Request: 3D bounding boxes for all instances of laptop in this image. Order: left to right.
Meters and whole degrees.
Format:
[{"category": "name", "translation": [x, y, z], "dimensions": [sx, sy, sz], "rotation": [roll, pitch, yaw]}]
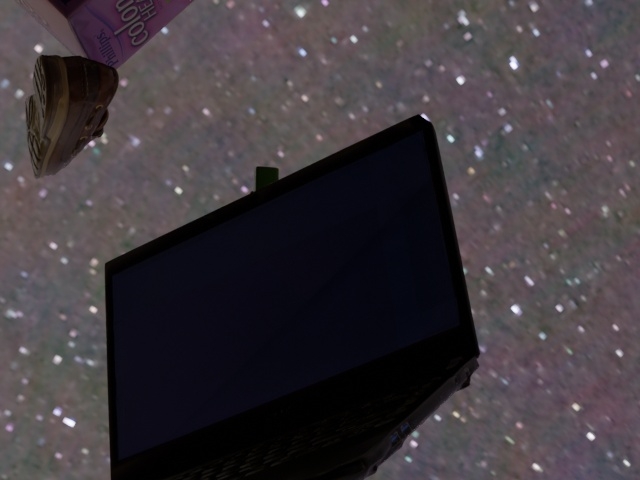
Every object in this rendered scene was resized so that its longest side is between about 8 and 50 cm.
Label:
[{"category": "laptop", "translation": [-0.057, 0.053, 0.672], "dimensions": [0.234, 0.264, 0.136], "rotation": [-25, -91, 24]}]

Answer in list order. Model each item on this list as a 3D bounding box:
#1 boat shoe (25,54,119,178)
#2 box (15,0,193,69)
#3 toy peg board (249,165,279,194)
[{"category": "boat shoe", "translation": [-0.196, -0.093, 1.061], "dimensions": [0.178, 0.060, 0.064], "rotation": [136, -54, -66]}, {"category": "box", "translation": [-0.177, -0.299, 1.136], "dimensions": [0.243, 0.117, 0.213], "rotation": [-44, -108, -10]}, {"category": "toy peg board", "translation": [0.000, 0.000, 1.118], "dimensions": [0.161, 0.160, 0.079], "rotation": [5, -107, -10]}]
